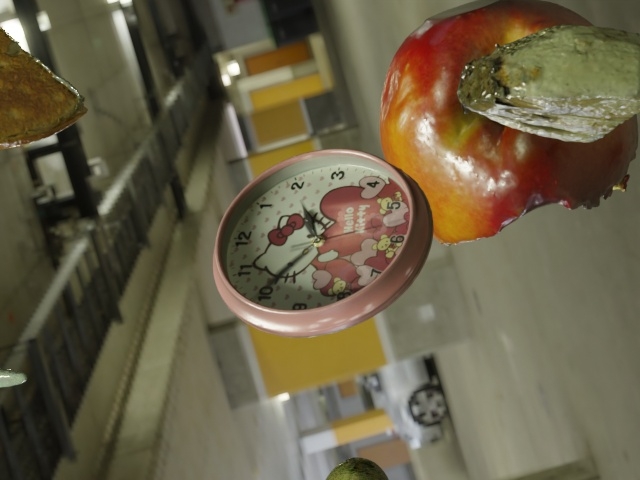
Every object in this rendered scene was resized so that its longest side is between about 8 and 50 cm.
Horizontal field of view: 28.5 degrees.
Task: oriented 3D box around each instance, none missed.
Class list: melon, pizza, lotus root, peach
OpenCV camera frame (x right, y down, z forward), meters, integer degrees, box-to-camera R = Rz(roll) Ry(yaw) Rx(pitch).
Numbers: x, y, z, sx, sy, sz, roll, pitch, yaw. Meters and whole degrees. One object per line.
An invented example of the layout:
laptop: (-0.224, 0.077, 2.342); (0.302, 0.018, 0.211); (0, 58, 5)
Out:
melon: (0.039, 0.315, 1.388); (0.099, 0.099, 0.162); (-105, 14, -69)
pizza: (-0.365, -0.170, 1.360); (0.176, 0.185, 0.036); (60, 156, 17)
lotus root: (0.188, -0.133, 1.022); (0.143, 0.144, 0.070); (154, 120, -71)
peach: (0.241, -0.169, 1.676); (0.406, 0.335, 0.310); (-51, -60, -80)

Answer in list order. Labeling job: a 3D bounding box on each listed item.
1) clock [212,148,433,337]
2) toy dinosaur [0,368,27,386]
clock: (0.001, 0.001, 1.348); (0.056, 0.244, 0.244); (65, -173, -49)
toy dinosaur: (-0.340, 0.007, 0.863); (0.393, 0.092, 0.205); (31, 116, 40)
